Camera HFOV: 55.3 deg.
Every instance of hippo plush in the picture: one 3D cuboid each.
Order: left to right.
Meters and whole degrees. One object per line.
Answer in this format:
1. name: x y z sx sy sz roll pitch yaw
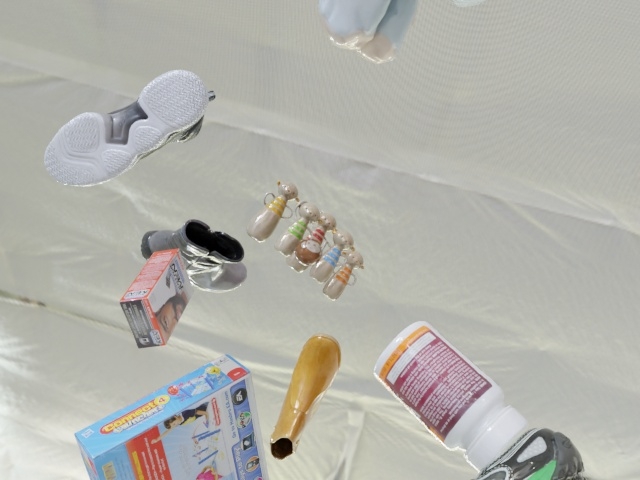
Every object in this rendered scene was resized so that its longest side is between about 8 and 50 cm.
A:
1. hippo plush: 0.145 -0.355 0.760 0.236 0.294 0.234 8 -30 28

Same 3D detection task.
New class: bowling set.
1. bowling set: 0.000 0.000 1.297 0.287 0.154 0.200 39 -12 -14

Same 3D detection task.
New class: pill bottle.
1. pill bottle: 0.355 0.428 1.681 0.392 0.224 0.224 42 -39 28

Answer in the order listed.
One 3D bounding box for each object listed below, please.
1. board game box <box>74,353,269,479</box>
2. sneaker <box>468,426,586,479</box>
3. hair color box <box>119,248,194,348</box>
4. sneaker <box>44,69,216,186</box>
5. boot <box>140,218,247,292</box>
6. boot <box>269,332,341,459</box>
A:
1. board game box: -0.253 0.412 1.121 0.086 0.302 0.308 24 -52 46
2. sneaker: 0.060 0.252 0.507 0.343 0.146 0.134 -41 -42 19
3. hair color box: -0.269 0.093 1.022 0.053 0.167 0.093 -8 -64 11
4. sneaker: -0.278 -0.165 0.938 0.268 0.153 0.101 -27 -84 7
5. boot: -0.267 0.051 1.561 0.222 0.118 0.338 -9 -22 40
6. boot: -0.038 0.380 1.451 0.104 0.211 0.295 22 -51 5
